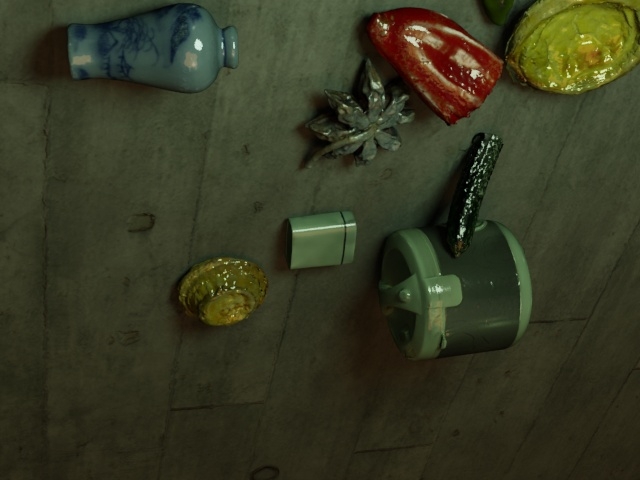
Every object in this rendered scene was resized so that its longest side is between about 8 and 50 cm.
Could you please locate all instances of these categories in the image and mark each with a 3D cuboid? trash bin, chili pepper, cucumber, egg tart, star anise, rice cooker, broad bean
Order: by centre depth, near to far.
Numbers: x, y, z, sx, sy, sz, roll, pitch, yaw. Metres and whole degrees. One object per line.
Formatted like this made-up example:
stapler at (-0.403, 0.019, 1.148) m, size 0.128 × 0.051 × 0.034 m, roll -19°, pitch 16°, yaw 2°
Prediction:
broad bean at (0.283, -0.454, 1.682) m, size 0.065 × 0.046 × 0.254 m, roll -19°, pitch 135°, yaw 9°
chili pepper at (0.190, -0.322, 1.741) m, size 0.144 × 0.136 × 0.253 m, roll -21°, pitch 135°, yaw 41°
egg tart at (0.455, -0.366, 1.789) m, size 0.279 × 0.095 × 0.278 m, roll -4°, pitch 143°, yaw -3°
star anise at (0.070, -0.203, 1.829) m, size 0.262 × 0.081 × 0.230 m, roll -41°, pitch 143°, yaw 17°
cucumber at (0.284, -0.086, 1.951) m, size 0.067 × 0.067 × 0.245 m, roll 28°, pitch 79°, yaw -38°
trash bin at (0.000, 0.000, 2.016) m, size 0.130 × 0.059 × 0.116 m, roll -6°, pitch 133°, yaw -13°
egg tart at (-0.191, 0.111, 2.049) m, size 0.191 × 0.074 × 0.191 m, roll -12°, pitch 135°, yaw -12°
rice cooker at (0.258, 0.099, 2.060) m, size 0.277 × 0.288 × 0.288 m, roll -6°, pitch 134°, yaw -13°

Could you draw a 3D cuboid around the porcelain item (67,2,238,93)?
porcelain item at (-0.258, -0.296, 1.586) m, size 0.259 × 0.141 × 0.141 m, roll -4°, pitch 134°, yaw -5°
